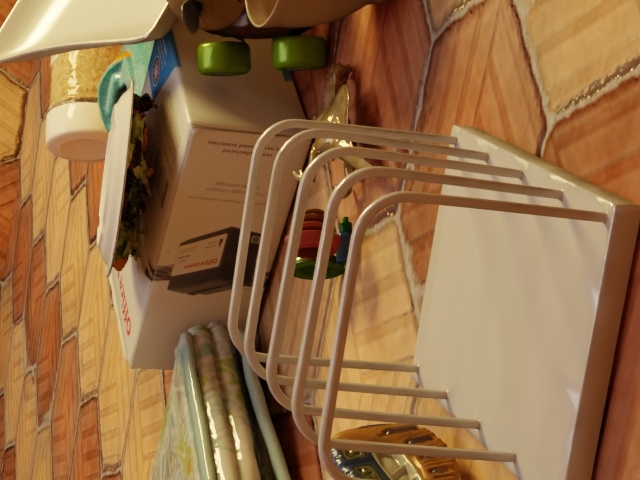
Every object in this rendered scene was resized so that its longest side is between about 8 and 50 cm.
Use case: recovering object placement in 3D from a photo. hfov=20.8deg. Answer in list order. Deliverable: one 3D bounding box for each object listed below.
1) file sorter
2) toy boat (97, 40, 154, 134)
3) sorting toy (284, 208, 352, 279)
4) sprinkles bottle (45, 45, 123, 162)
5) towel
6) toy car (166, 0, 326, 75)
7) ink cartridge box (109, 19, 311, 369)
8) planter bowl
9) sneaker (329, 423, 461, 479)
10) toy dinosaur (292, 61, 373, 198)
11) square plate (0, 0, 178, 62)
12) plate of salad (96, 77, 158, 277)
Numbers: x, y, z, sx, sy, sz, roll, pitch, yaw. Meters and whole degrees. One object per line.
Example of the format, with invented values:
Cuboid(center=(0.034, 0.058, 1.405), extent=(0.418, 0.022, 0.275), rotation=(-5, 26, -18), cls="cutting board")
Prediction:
Cuboid(center=(0.056, 0.034, 1.129), extent=(0.277, 0.173, 0.193), rotation=(-139, 56, -70), cls="file sorter")
Cuboid(center=(-0.202, -0.224, 2.079), extent=(0.267, 0.148, 0.318), rotation=(-120, 38, -62), cls="toy boat")
Cuboid(center=(0.000, 0.000, 1.510), extent=(0.102, 0.061, 0.042), rotation=(88, -178, -70), cls="sorting toy")
Cuboid(center=(-0.346, -0.299, 2.612), extent=(0.121, 0.121, 0.355), rotation=(132, 140, -63), cls="sprinkles bottle")
Cuboid(center=(-0.101, 0.307, 1.704), extent=(0.374, 0.090, 0.320), rotation=(-105, 23, -49), cls="towel")
Cuboid(center=(-0.082, -0.236, 1.584), extent=(0.188, 0.149, 0.155), rotation=(-3, -89, -71), cls="toy car")
Cuboid(center=(-0.124, -0.048, 1.803), extent=(0.223, 0.129, 0.307), rotation=(-108, 30, -50), cls="ink cartridge box")
Cuboid(center=(0.007, -0.255, 1.477), extent=(0.162, 0.109, 0.162), rotation=(-175, 90, -72), cls="planter bowl")
Cuboid(center=(0.073, 0.238, 1.161), extent=(0.296, 0.112, 0.131), rotation=(-110, 20, -68), cls="sneaker")
Cuboid(center=(0.014, -0.085, 1.500), extent=(0.183, 0.053, 0.092), rotation=(-106, 29, -50), cls="toy dinosaur")
Cuboid(center=(-0.182, -0.324, 1.854), extent=(0.344, 0.049, 0.347), rotation=(1, 56, 51), cls="square plate")
Cuboid(center=(-0.190, -0.061, 1.724), extent=(0.200, 0.048, 0.200), rotation=(-173, 90, -81), cls="plate of salad")
